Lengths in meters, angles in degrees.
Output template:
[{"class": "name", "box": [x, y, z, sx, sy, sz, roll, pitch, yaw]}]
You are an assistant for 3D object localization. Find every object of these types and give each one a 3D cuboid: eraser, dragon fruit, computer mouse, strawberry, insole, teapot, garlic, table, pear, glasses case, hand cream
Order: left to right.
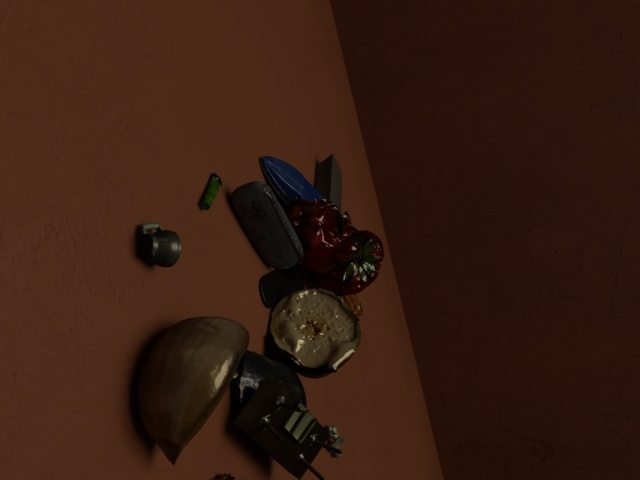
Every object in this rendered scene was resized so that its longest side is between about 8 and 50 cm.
[{"class": "teapot", "box": [-0.287, 0.004, 0.929, 0.057, 0.066, 0.088, 13, 42, -53]}, {"class": "garlic", "box": [-0.210, 0.221, 0.948, 0.338, 0.151, 0.196, -60, 163, -76]}, {"class": "hand cream", "box": [-0.245, -0.110, 1.194, 0.036, 0.023, 0.122, 54, 25, -29]}, {"class": "glasses case", "box": [-0.132, -0.033, 1.359, 0.067, 0.109, 0.282, -86, 158, -49]}, {"class": "computer mouse", "box": [-0.101, 0.362, 1.218, 0.295, 0.087, 0.168, 51, 34, -52]}, {"class": "insole", "box": [-0.104, 0.122, 1.519, 0.348, 0.009, 0.119, -23, 99, -73]}, {"class": "table", "box": [-0.054, 0.412, 1.121, 0.121, 0.111, 0.240, -52, 130, -24]}, {"class": "pear", "box": [-0.020, 0.277, 1.416, 0.267, 0.267, 0.178, -84, -179, -46]}, {"class": "dragon fruit", "box": [0.000, 0.000, 1.518, 0.234, 0.293, 0.233, -34, 140, -34]}, {"class": "eraser", "box": [0.028, -0.178, 2.046, 0.352, 0.077, 0.111, -86, 154, -42]}, {"class": "strawberry", "box": [0.076, 0.069, 1.784, 0.288, 0.250, 0.238, 161, -52, -70]}]

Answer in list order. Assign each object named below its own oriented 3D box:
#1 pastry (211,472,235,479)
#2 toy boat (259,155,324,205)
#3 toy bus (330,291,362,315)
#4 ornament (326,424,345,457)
[{"class": "pastry", "box": [-0.160, 0.511, 0.961, 0.087, 0.063, 0.169, 44, 38, -58]}, {"class": "toy boat", "box": [-0.095, -0.164, 1.638, 0.295, 0.088, 0.129, 44, 36, -44]}, {"class": "toy bus", "box": [0.087, 0.216, 1.943, 0.088, 0.083, 0.194, -68, 141, -56]}, {"class": "ornament", "box": [0.044, 0.607, 1.598, 0.068, 0.041, 0.092, 21, 67, -44]}]
